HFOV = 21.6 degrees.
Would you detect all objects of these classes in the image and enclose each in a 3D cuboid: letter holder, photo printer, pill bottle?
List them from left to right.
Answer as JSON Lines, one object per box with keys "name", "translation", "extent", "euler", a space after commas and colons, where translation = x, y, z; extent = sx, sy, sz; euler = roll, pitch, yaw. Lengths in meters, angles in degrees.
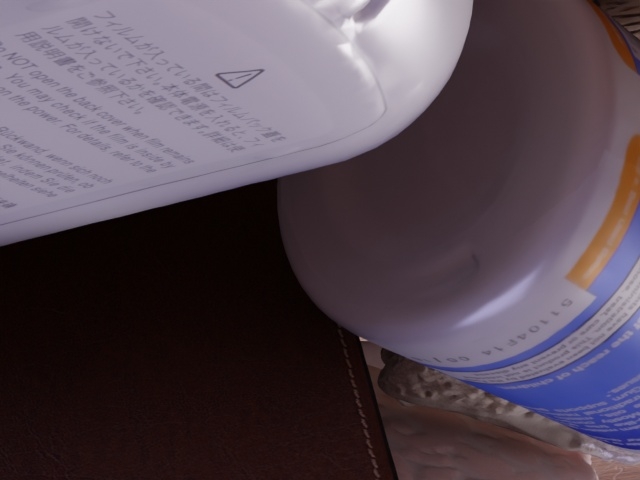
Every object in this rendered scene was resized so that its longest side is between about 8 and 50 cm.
{"name": "photo printer", "translation": [-0.116, -0.072, 0.472], "extent": [0.307, 0.107, 0.256], "euler": [-13, 164, 18]}
{"name": "letter holder", "translation": [-0.091, 0.097, 0.692], "extent": [0.214, 0.302, 0.152], "euler": [-5, 124, -7]}
{"name": "pill bottle", "translation": [0.122, 0.005, 0.701], "extent": [0.152, 0.152, 0.272], "euler": [-18, 150, 35]}

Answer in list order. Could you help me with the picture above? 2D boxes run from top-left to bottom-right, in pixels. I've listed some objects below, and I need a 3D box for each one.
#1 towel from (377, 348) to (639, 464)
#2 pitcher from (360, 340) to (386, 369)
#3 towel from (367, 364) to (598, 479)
{"name": "towel", "translation": [0.162, 0.037, 0.917], "extent": [0.187, 0.049, 0.282], "euler": [17, 143, -13]}
{"name": "pitcher", "translation": [-0.006, 0.136, 1.190], "extent": [0.207, 0.125, 0.178], "euler": [-15, -155, 19]}
{"name": "towel", "translation": [0.014, 0.141, 0.944], "extent": [0.317, 0.053, 0.332], "euler": [17, -166, -2]}
